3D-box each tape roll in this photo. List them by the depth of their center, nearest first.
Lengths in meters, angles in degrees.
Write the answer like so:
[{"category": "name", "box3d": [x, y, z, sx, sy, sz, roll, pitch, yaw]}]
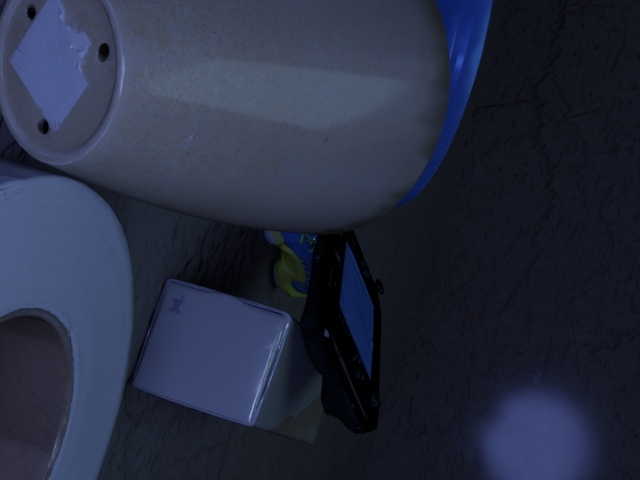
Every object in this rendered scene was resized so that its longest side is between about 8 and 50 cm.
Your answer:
[{"category": "tape roll", "box3d": [-0.249, 0.133, 0.707, 0.392, 0.072, 0.392, 16, 90, -75]}]

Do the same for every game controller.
[{"category": "game controller", "box3d": [0.031, 0.080, 1.209, 0.319, 0.067, 0.166, -82, 161, -66]}]

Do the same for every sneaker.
[{"category": "sneaker", "box3d": [0.000, 0.000, 1.381, 0.240, 0.126, 0.091, 84, 26, -57]}]

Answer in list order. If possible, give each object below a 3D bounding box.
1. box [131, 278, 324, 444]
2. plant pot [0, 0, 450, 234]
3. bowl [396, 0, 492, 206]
[{"category": "box", "box3d": [-0.083, 0.146, 1.198, 0.311, 0.148, 0.121, 50, 57, -71]}, {"category": "plant pot", "box3d": [-0.086, -0.120, 0.764, 0.274, 0.256, 0.256, -8, 115, -52]}, {"category": "bowl", "box3d": [0.085, -0.238, 1.211, 0.391, 0.077, 0.391, -170, -90, -75]}]
